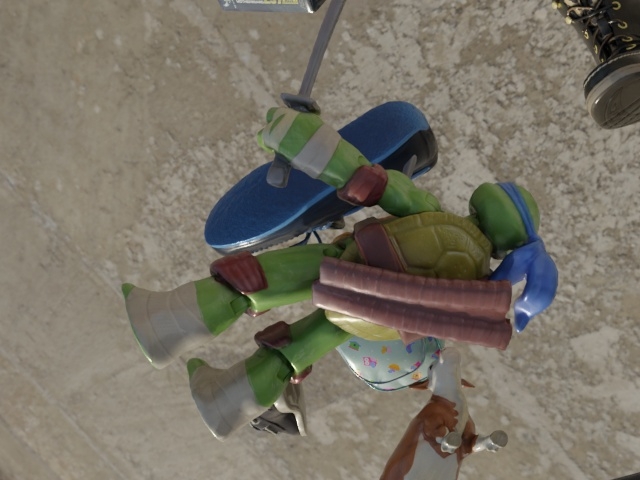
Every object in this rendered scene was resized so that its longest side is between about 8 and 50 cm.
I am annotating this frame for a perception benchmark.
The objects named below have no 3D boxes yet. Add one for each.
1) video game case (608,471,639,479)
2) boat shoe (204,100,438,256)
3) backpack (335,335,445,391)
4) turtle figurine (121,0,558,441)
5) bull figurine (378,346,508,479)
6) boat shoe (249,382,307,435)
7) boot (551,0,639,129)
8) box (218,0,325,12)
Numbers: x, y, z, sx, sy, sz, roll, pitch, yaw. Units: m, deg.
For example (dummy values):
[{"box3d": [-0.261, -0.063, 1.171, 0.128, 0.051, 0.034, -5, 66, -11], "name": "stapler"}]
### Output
[{"box3d": [0.214, 0.214, 0.447, 0.274, 0.196, 0.026, 99, 158, -44], "name": "video game case"}, {"box3d": [0.002, -0.038, 0.672, 0.258, 0.109, 0.089, -22, 143, 23], "name": "boat shoe"}, {"box3d": [0.109, 0.148, 1.057, 0.165, 0.144, 0.188, -29, 111, 19], "name": "backpack"}, {"box3d": [0.000, 0.000, 0.489, 0.275, 0.266, 0.198, 59, 175, 19], "name": "turtle figurine"}, {"box3d": [0.154, 0.301, 0.916, 0.101, 0.311, 0.188, 27, 171, -5], "name": "bull figurine"}, {"box3d": [-0.054, 0.175, 0.729, 0.064, 0.075, 0.206, -11, 156, 3], "name": "boat shoe"}, {"box3d": [0.494, -0.344, 1.126, 0.138, 0.377, 0.284, -44, 69, 45], "name": "boot"}, {"box3d": [-0.039, -0.455, 1.077, 0.183, 0.233, 0.059, 13, 143, 31], "name": "box"}]
